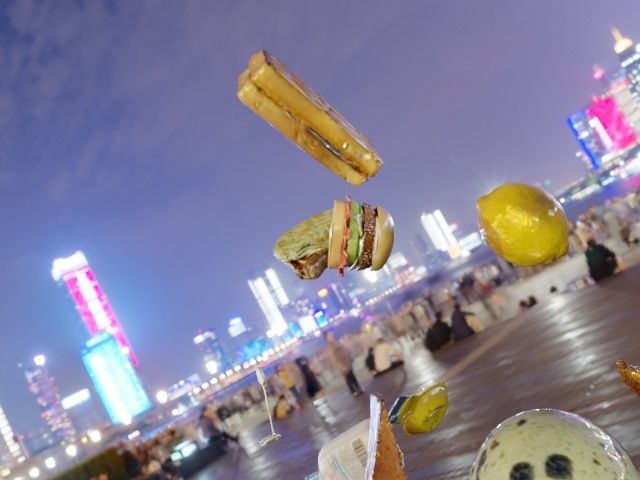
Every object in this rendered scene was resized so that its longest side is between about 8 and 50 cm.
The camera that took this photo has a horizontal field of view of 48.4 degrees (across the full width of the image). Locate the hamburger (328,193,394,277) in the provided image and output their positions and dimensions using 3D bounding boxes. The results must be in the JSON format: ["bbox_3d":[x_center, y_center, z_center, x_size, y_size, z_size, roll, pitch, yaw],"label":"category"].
[{"bbox_3d":[0.087,-0.009,1.495,0.136,0.175,0.175,4,-9,-3],"label":"hamburger"}]

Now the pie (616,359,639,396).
[{"bbox_3d":[0.685,0.312,1.481,0.033,0.191,0.088,-46,-9,-18],"label":"pie"}]

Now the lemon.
[{"bbox_3d":[0.519,-0.041,1.823,0.204,0.260,0.204,-50,-13,-17],"label":"lemon"}]

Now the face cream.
[{"bbox_3d":[0.072,0.596,1.869,0.080,0.163,0.336,-15,-22,-48],"label":"face cream"}]

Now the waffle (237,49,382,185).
[{"bbox_3d":[-0.023,-0.254,1.487,0.098,0.327,0.224,-46,21,14],"label":"waffle"}]

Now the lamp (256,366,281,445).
[{"bbox_3d":[-0.151,0.430,1.850,0.056,0.199,0.050,-12,-4,-21],"label":"lamp"}]

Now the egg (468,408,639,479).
[{"bbox_3d":[0.374,0.445,1.111,0.287,0.287,0.379,-32,28,33],"label":"egg"}]

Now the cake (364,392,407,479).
[{"bbox_3d":[0.127,0.473,1.515,0.112,0.296,0.116,-6,4,-7],"label":"cake"}]

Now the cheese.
[{"bbox_3d":[0.264,0.451,1.896,0.270,0.069,0.177,16,-74,-51],"label":"cheese"}]

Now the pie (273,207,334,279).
[{"bbox_3d":[-0.002,-0.004,1.985,0.274,0.106,0.257,-30,32,-22],"label":"pie"}]
